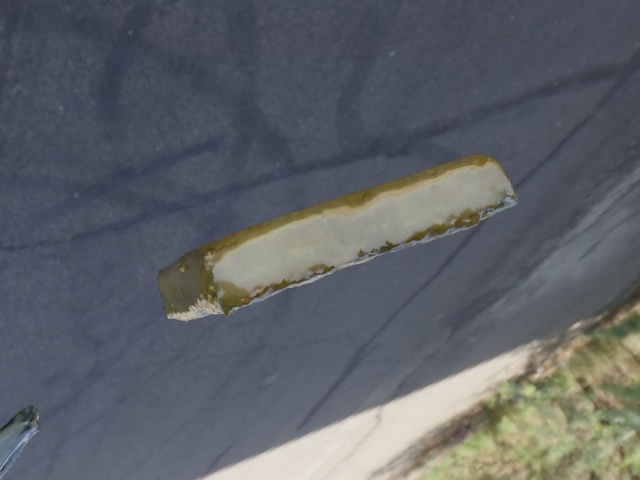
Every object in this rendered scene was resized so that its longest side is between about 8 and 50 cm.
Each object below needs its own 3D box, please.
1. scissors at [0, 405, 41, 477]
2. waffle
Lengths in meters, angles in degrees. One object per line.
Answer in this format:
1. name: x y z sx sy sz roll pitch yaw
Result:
1. scissors: -0.335 0.240 0.811 0.289 0.138 0.041 -45 -164 22
2. waffle: 0.000 0.000 0.732 0.248 0.055 0.221 -20 180 -20
